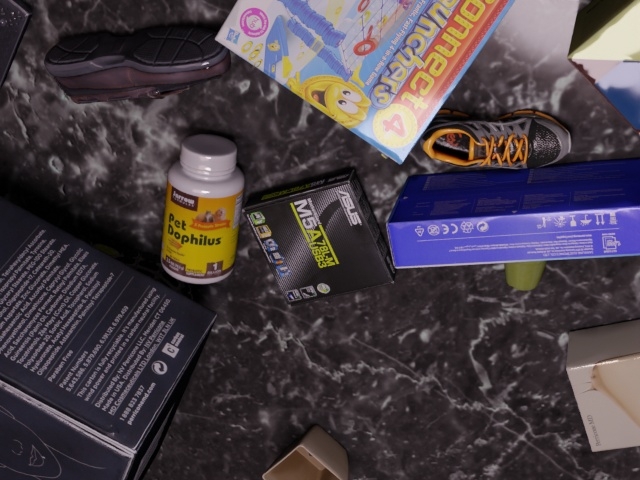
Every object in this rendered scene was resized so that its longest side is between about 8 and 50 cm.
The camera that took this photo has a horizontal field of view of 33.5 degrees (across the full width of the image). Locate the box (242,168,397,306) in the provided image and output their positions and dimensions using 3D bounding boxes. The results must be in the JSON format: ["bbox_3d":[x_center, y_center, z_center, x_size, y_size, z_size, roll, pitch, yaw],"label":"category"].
[{"bbox_3d":[0.000,0.000,1.634,0.184,0.045,0.190,-12,118,24],"label":"box"}]

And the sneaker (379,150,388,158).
[{"bbox_3d":[0.095,-0.190,1.515,0.059,0.053,0.144,-14,116,16],"label":"sneaker"}]

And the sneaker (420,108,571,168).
[{"bbox_3d":[0.239,-0.132,1.482,0.215,0.083,0.084,3,115,14],"label":"sneaker"}]

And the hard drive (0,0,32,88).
[{"bbox_3d":[-0.569,-0.357,1.624,0.255,0.054,0.172,32,121,-1],"label":"hard drive"}]

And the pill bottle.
[{"bbox_3d":[-0.179,-0.049,1.626,0.117,0.117,0.215,14,119,9],"label":"pill bottle"}]

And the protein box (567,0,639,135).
[{"bbox_3d":[0.425,-0.266,1.290,0.136,0.201,0.200,45,119,-8],"label":"protein box"}]

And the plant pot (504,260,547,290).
[{"bbox_3d":[0.299,0.029,1.553,0.083,0.083,0.079,9,129,12],"label":"plant pot"}]

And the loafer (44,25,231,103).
[{"bbox_3d":[-0.261,-0.252,1.572,0.302,0.109,0.095,2,136,22],"label":"loafer"}]

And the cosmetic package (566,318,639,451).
[{"bbox_3d":[0.530,0.195,1.543,0.309,0.113,0.160,-15,111,21],"label":"cosmetic package"}]

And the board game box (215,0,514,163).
[{"bbox_3d":[0.070,-0.312,1.403,0.302,0.086,0.308,33,108,-1],"label":"board game box"}]

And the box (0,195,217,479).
[{"bbox_3d":[-0.477,0.227,1.687,0.472,0.297,0.480,28,138,0],"label":"box"}]

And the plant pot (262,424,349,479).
[{"bbox_3d":[-0.014,0.379,1.806,0.109,0.096,0.109,42,120,-7],"label":"plant pot"}]

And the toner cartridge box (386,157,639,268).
[{"bbox_3d":[0.279,-0.038,1.470,0.348,0.165,0.075,-3,115,19],"label":"toner cartridge box"}]

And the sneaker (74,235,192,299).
[{"bbox_3d":[-0.338,0.079,1.766,0.279,0.107,0.118,20,136,11],"label":"sneaker"}]
